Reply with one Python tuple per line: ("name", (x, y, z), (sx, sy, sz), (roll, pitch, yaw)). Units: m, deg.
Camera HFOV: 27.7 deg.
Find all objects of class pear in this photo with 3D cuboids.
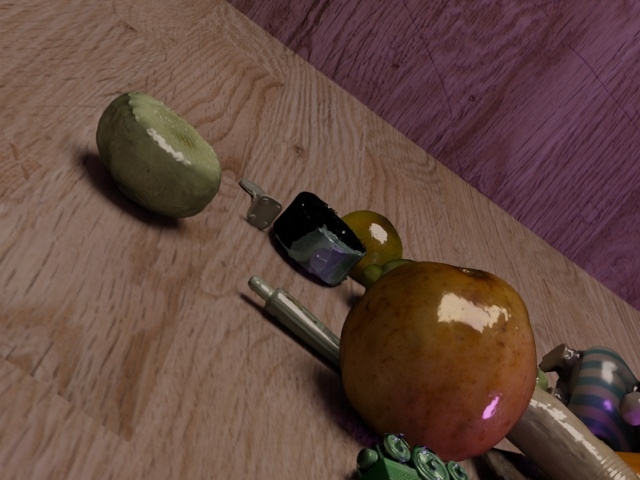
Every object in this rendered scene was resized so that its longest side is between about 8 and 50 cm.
("pear", (0.083, 0.007, 2.213), (0.141, 0.104, 0.141), (31, 17, -11))

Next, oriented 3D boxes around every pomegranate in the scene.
("pomegranate", (0.149, 0.155, 1.661), (0.260, 0.260, 0.260), (35, 15, -11))

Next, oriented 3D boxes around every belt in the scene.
("belt", (0.000, 0.000, 2.077), (0.151, 0.078, 0.198), (41, 12, -6))

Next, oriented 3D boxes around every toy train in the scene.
("toy train", (0.118, 0.292, 1.505), (0.178, 0.071, 0.104), (27, 26, -33))

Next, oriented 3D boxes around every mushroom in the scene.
("mushroom", (0.342, 0.295, 1.771), (0.351, 0.095, 0.123), (37, 21, 22))

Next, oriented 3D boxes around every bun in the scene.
("bun", (-0.231, -0.112, 1.792), (0.195, 0.118, 0.195), (40, 17, -15))

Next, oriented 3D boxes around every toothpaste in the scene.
("toothpaste", (0.002, 0.134, 1.764), (0.255, 0.037, 0.067), (40, 9, -7))

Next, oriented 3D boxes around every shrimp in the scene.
("shrimp", (0.272, 0.338, 1.752), (0.164, 0.062, 0.317), (40, 10, 23))

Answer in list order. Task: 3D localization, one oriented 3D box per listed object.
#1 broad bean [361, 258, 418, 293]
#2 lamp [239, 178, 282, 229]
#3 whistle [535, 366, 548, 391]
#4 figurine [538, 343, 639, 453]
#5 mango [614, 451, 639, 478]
("broad bean", (0.190, 0.118, 2.068), (0.291, 0.119, 0.238), (26, 1, -33))
("lamp", (-0.098, -0.074, 2.127), (0.050, 0.056, 0.198), (31, 13, -16))
("whistle", (0.320, 0.237, 2.108), (0.105, 0.085, 0.227), (38, 16, -2))
("figurine", (0.587, 0.239, 2.081), (0.361, 0.378, 0.266), (30, 46, -5))
("mango", (0.491, 0.395, 1.963), (0.252, 0.126, 0.154), (28, 36, -6))
